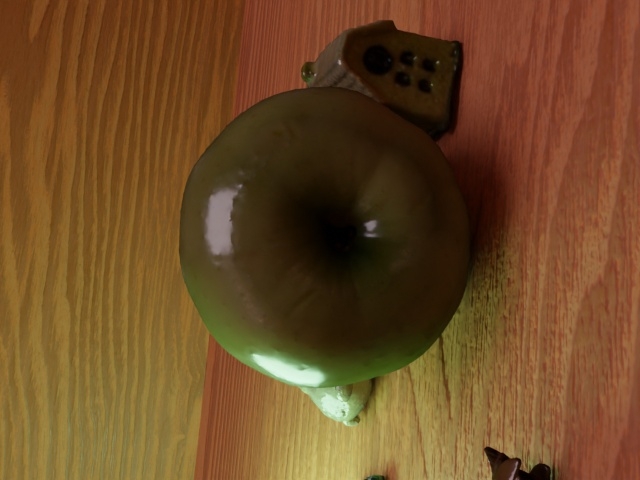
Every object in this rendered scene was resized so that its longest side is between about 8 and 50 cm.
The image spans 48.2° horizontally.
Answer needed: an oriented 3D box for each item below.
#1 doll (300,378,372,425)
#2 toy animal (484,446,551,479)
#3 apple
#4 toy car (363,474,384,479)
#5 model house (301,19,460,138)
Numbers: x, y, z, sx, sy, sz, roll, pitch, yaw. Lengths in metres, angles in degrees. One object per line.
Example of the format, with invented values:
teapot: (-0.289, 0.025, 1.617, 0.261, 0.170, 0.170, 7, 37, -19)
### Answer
doll: (0.033, 0.204, 1.383, 0.175, 0.149, 0.278, 71, -157, -51)
toy animal: (0.244, 0.306, 0.823, 0.179, 0.089, 0.188, -48, 37, 35)
apple: (0.000, 0.000, 1.109, 0.473, 0.474, 0.473, -172, 90, -70)
toy car: (0.071, 0.462, 1.267, 0.143, 0.054, 0.073, 127, 145, -55)
model house: (0.092, -0.269, 1.245, 0.193, 0.234, 0.174, 165, 113, -71)
